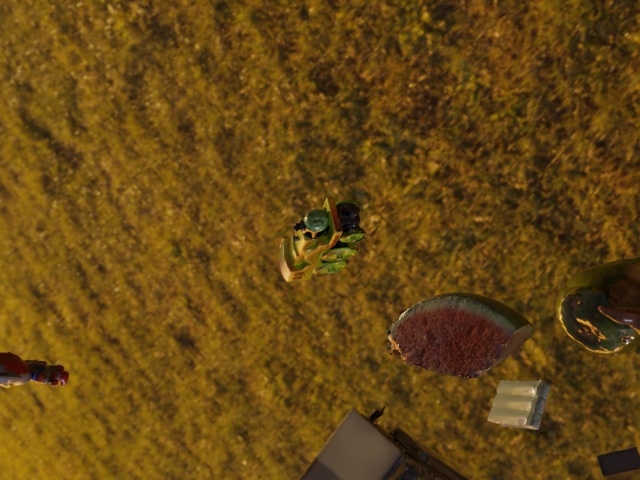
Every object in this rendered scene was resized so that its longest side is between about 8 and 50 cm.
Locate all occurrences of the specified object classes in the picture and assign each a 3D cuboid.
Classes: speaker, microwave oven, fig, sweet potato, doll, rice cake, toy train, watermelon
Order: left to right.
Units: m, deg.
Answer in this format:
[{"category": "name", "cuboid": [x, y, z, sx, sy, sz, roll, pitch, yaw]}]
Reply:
[{"category": "doll", "cuboid": [-0.547, 0.231, 1.528, 0.062, 0.195, 0.104, -56, 44, 20]}, {"category": "toy train", "cuboid": [0.000, 0.000, 1.890, 0.296, 0.161, 0.100, 117, 143, -63]}, {"category": "microwave oven", "cuboid": [0.111, 0.385, 1.280, 0.240, 0.194, 0.145, 40, 179, -36]}, {"category": "watermelon", "cuboid": [0.230, 0.128, 1.353, 0.231, 0.146, 0.128, 9, 107, 35]}, {"category": "rice cake", "cuboid": [0.480, 0.400, 2.092, 0.043, 0.127, 0.237, 24, 165, -7]}, {"category": "fig", "cuboid": [0.643, 0.114, 1.833, 0.206, 0.275, 0.206, 36, 148, 27]}, {"category": "speaker", "cuboid": [0.607, 0.468, 1.726, 0.082, 0.044, 0.218, -17, 149, 15]}, {"category": "sweet potato", "cuboid": [0.583, 0.156, 1.474, 0.226, 0.068, 0.068, 20, 143, 8]}]
